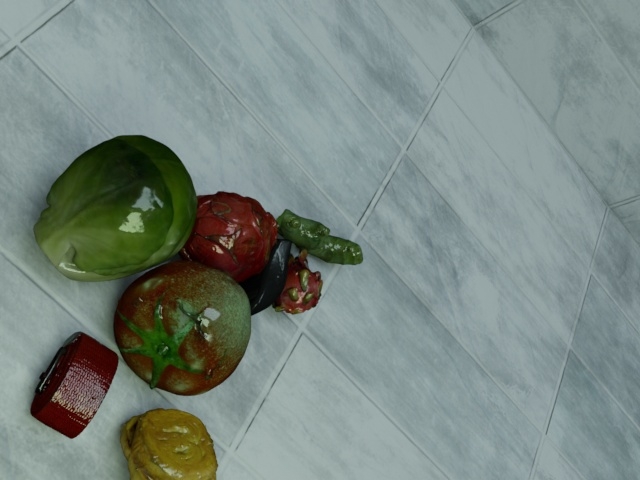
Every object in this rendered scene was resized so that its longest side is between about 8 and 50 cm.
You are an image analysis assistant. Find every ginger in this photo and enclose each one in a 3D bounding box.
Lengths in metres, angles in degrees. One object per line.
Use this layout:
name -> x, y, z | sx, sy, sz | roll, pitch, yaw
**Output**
ginger -> -0.004, -0.001, 2.168 | 0.290, 0.137, 0.089 | 36, 46, -36

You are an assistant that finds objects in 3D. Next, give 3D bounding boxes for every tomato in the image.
tomato -> -0.297, 0.184, 1.760 | 0.304, 0.303, 0.239 | 56, 30, -10

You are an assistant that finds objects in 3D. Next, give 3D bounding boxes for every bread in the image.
bread -> -0.318, 0.461, 1.682 | 0.198, 0.120, 0.236 | 11, 37, -41

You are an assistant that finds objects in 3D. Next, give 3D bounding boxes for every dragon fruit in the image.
dragon fruit -> -0.226, -0.008, 1.906 | 0.252, 0.240, 0.241 | 5, 69, -67
dragon fruit -> -0.059, 0.111, 2.084 | 0.133, 0.150, 0.208 | 4, 58, 5

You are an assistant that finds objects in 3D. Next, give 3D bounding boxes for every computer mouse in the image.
computer mouse -> -0.141, 0.098, 2.003 | 0.088, 0.147, 0.264 | 35, 55, -29

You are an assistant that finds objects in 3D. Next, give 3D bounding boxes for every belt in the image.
belt -> -0.507, 0.287, 1.615 | 0.124, 0.128, 0.201 | 39, 53, -26

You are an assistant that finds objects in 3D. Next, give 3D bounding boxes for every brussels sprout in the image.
brussels sprout -> -0.434, -0.063, 1.703 | 0.354, 0.281, 0.289 | -34, 78, -17
